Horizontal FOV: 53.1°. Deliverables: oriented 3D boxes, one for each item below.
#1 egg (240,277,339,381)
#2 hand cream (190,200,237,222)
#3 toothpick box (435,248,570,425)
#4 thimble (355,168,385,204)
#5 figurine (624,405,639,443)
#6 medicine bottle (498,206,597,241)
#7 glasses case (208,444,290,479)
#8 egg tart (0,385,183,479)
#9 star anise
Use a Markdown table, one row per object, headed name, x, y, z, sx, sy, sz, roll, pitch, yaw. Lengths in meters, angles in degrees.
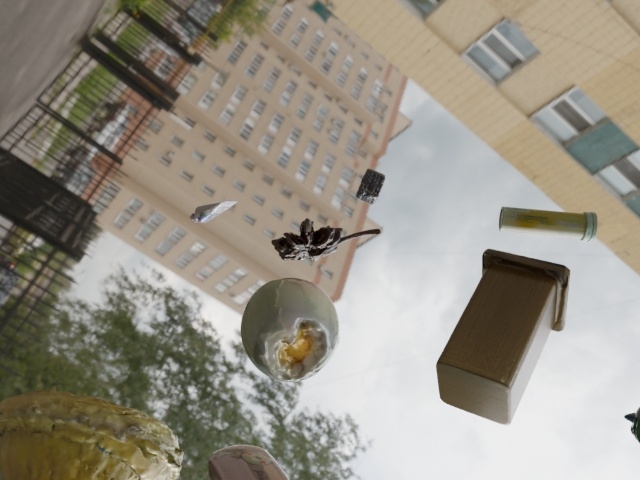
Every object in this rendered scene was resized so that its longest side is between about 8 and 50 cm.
| name | x | y | z | sx | sy | sz | roll | pitch | yaw |
| --- | --- | --- | --- | --- | --- | --- | --- | --- | --- |
| egg | -0.058 | 0.154 | 1.176 | 0.183 | 0.183 | 0.217 | -52 | -157 | 8 |
| hand cream | -0.322 | -0.089 | 1.902 | 0.142 | 0.053 | 0.084 | -19 | 177 | 23 |
| toothpick box | 0.371 | 0.198 | 1.316 | 0.188 | 0.190 | 0.308 | 16 | -131 | 29 |
| thimble | 0.145 | -0.157 | 1.863 | 0.104 | 0.066 | 0.095 | -174 | -74 | -89 |
| figurine | 0.705 | 0.375 | 1.267 | 0.178 | 0.144 | 0.114 | -18 | -161 | -13 |
| medicine bottle | 0.545 | -0.043 | 1.544 | 0.074 | 0.218 | 0.073 | 6 | 90 | -83 |
| glasses case | -0.108 | 0.425 | 1.071 | 0.297 | 0.113 | 0.075 | -157 | -112 | -64 |
| egg tart | -0.447 | 0.416 | 1.197 | 0.388 | 0.388 | 0.168 | -35 | -145 | 43 |
| star anise | 0.002 | -0.003 | 1.450 | 0.234 | 0.177 | 0.073 | -24 | -113 | 19 |
